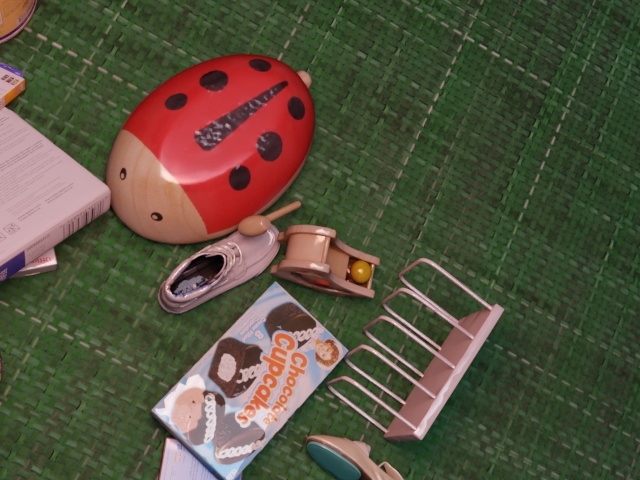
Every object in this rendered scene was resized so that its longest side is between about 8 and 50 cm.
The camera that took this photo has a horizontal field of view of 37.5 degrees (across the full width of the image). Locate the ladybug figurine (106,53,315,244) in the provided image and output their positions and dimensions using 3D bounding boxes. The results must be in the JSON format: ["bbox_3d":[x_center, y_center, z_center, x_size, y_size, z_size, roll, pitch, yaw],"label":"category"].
[{"bbox_3d":[-0.185,-0.184,1.715,0.449,0.162,0.305,-43,90,-18],"label":"ladybug figurine"}]

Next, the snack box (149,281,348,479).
[{"bbox_3d":[-0.123,0.250,1.675,0.187,0.060,0.322,43,67,1],"label":"snack box"}]

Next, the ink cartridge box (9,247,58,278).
[{"bbox_3d":[-0.515,-0.002,1.651,0.088,0.052,0.123,-13,83,-16],"label":"ink cartridge box"}]

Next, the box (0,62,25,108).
[{"bbox_3d":[-0.589,-0.267,1.673,0.081,0.028,0.136,26,46,8],"label":"box"}]

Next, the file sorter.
[{"bbox_3d":[0.160,0.199,1.705,0.173,0.193,0.278,36,72,-2],"label":"file sorter"}]

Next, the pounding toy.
[{"bbox_3d":[0.000,0.000,1.691,0.269,0.154,0.155,22,72,-36],"label":"pounding toy"}]

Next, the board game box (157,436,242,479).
[{"bbox_3d":[-0.220,0.492,1.631,0.145,0.027,0.282,11,76,-11],"label":"board game box"}]

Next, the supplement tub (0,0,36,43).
[{"bbox_3d":[-0.605,-0.489,1.587,0.240,0.331,0.241,3,77,-13],"label":"supplement tub"}]

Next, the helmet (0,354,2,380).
[{"bbox_3d":[-0.603,0.220,1.526,0.161,0.169,0.170,18,74,7],"label":"helmet"}]

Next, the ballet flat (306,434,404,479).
[{"bbox_3d":[0.083,0.417,1.705,0.248,0.086,0.086,42,72,-4],"label":"ballet flat"}]

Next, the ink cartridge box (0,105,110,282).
[{"bbox_3d":[-0.582,-0.079,1.576,0.330,0.071,0.324,36,52,18],"label":"ink cartridge box"}]

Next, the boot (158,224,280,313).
[{"bbox_3d":[-0.170,0.044,1.689,0.258,0.123,0.095,-36,88,-18],"label":"boot"}]
